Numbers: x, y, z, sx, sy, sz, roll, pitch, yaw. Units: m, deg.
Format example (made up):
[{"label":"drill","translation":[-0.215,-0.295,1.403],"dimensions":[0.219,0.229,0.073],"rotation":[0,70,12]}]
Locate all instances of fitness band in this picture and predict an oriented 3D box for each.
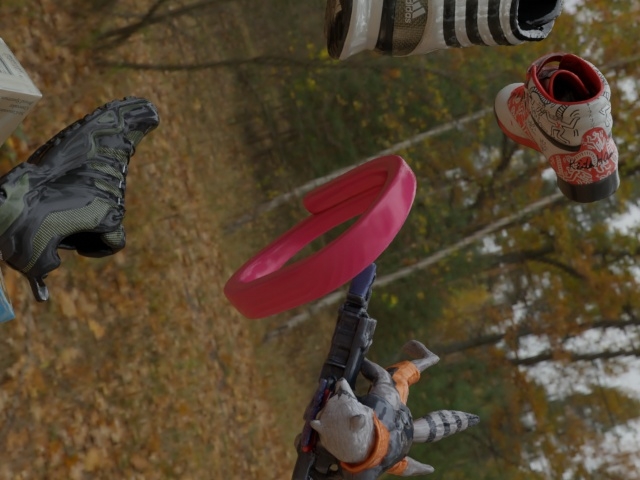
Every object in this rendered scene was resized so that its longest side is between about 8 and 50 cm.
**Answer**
[{"label":"fitness band","translation":[0.000,0.000,1.093],"dimensions":[0.054,0.291,0.209],"rotation":[48,50,-15]}]

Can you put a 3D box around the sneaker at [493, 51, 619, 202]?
[{"label":"sneaker","translation":[0.276,-0.171,1.121],"dimensions":[0.270,0.090,0.145],"rotation":[-110,-179,-55]}]

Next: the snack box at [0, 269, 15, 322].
[{"label":"snack box","translation":[-0.405,-0.062,0.963],"dimensions":[0.322,0.060,0.187],"rotation":[91,-25,-56]}]

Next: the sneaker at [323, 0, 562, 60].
[{"label":"sneaker","translation":[0.138,-0.296,1.082],"dimensions":[0.447,0.257,0.169],"rotation":[-90,-175,-63]}]

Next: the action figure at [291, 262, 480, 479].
[{"label":"action figure","translation":[0.091,0.208,1.252],"dimensions":[0.330,0.178,0.341],"rotation":[2,104,-63]}]

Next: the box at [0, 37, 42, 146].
[{"label":"box","translation":[-0.541,-0.137,1.262],"dimensions":[0.121,0.311,0.148],"rotation":[51,21,15]}]

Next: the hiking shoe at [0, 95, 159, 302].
[{"label":"hiking shoe","translation":[-0.213,-0.043,0.848],"dimensions":[0.114,0.086,0.227],"rotation":[55,48,-16]}]
